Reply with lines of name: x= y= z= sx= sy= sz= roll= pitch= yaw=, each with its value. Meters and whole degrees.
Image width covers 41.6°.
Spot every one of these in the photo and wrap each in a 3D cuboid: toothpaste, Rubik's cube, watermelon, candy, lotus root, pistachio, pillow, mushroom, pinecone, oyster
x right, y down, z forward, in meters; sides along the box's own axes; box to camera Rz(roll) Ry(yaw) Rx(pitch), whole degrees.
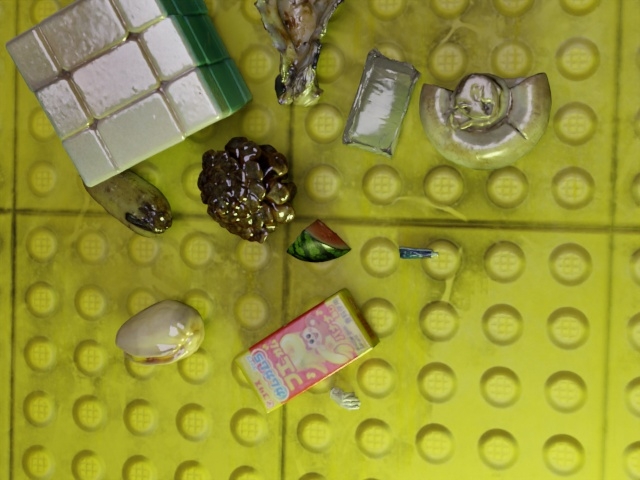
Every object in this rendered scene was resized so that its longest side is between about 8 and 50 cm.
toothpaste: x=0.203 y=0.027 z=1.751 sx=0.083 sy=0.019 sz=0.027 roll=1 pitch=109 yaw=17
Rubik's cube: x=-0.365 y=-0.335 z=1.691 sx=0.319 sy=0.322 sz=0.316 roll=-25 pitch=100 yaw=13
watermelon: x=0.000 y=0.000 z=1.783 sx=0.135 sy=0.125 sz=0.094 roll=9 pitch=61 yaw=-14
candy: x=-0.029 y=0.231 z=1.776 sx=0.276 sy=0.088 sz=0.146 roll=-32 pitch=85 yaw=13
lotus root: x=-0.422 y=-0.095 z=1.860 sx=0.258 sy=0.097 sz=0.110 roll=37 pitch=92 yaw=18
pistachio: x=-0.345 y=0.203 z=1.842 sx=0.200 sy=0.117 sz=0.145 roll=-15 pitch=50 yaw=20
pillow: x=0.125 y=-0.282 z=1.743 sx=0.119 sy=0.053 sz=0.208 roll=20 pitch=96 yaw=8
mushroom: x=0.319 y=-0.230 z=1.628 sx=0.254 sy=0.195 sz=0.189 roll=-8 pitch=93 yaw=16
pinecone: x=-0.146 y=-0.109 z=1.738 sx=0.229 sy=0.201 sz=0.202 roll=44 pitch=105 yaw=12
oyster: x=-0.032 y=-0.445 z=1.738 sx=0.198 sy=0.133 sz=0.337 roll=-2 pitch=93 yaw=11

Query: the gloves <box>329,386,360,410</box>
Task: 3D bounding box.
gloves: x=0.046 y=0.336 z=1.790 sx=0.081 sy=0.037 sz=0.044 roll=15 pitch=131 yaw=7
